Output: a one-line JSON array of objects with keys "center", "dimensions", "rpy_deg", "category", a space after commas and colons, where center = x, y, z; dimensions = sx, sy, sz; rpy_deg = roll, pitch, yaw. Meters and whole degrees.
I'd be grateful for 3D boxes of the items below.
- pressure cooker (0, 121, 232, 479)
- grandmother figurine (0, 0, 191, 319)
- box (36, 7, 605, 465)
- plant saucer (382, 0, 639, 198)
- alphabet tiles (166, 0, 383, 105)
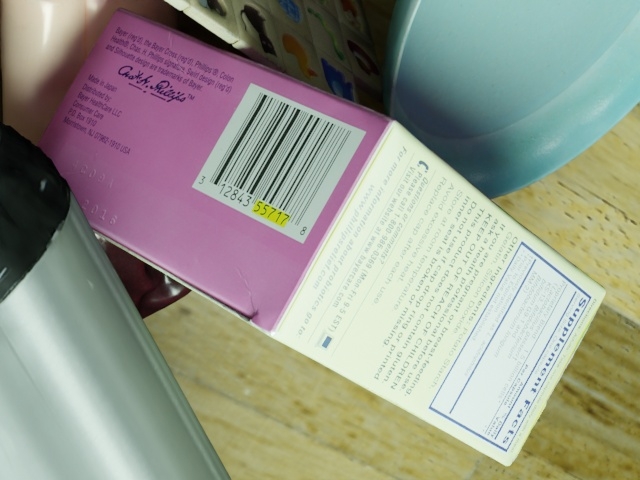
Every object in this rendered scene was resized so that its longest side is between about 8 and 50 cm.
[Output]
[{"center": [-0.202, 0.193, 0.774], "dimensions": [0.375, 0.370, 0.420], "rpy_deg": [-28, 112, -5], "category": "pressure cooker"}, {"center": [-0.139, -0.017, 0.953], "dimensions": [0.208, 0.104, 0.342], "rpy_deg": [1, 114, -15], "category": "grandmother figurine"}, {"center": [0.000, 0.000, 0.864], "dimensions": [0.243, 0.213, 0.117], "rpy_deg": [34, 85, -49], "category": "box"}, {"center": [0.150, -0.162, 0.935], "dimensions": [0.317, 0.044, 0.317], "rpy_deg": [-32, 147, -24], "category": "plant saucer"}, {"center": [-0.041, -0.168, 0.864], "dimensions": [0.009, 0.198, 0.237], "rpy_deg": [-29, 146, 24], "category": "alphabet tiles"}]
